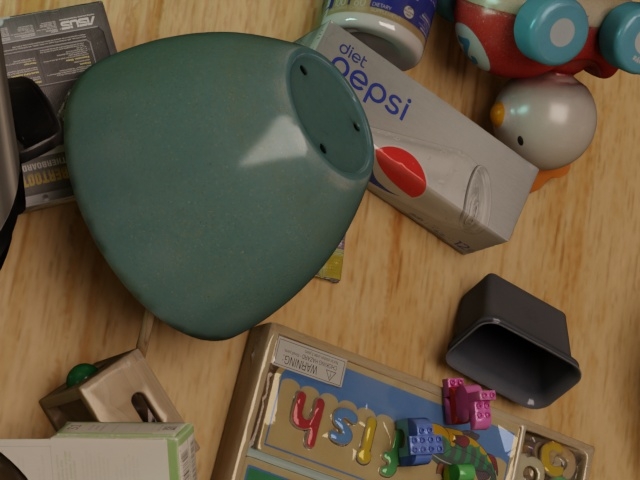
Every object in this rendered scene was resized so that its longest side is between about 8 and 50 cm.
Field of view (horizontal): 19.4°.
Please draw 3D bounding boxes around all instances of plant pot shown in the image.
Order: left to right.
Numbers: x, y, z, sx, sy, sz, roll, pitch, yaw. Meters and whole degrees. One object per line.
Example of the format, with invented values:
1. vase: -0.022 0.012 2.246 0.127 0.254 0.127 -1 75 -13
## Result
1. plant pot: -0.066 -0.078 1.734 0.290 0.195 0.290 40 37 -38

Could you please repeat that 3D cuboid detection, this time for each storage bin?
1. storage bin: 0.200 0.104 1.979 0.135 0.098 0.091 29 40 -20

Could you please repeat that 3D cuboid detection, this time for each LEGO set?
1. LEGO set: 0.132 0.245 1.843 0.087 0.093 0.227 1 80 -28

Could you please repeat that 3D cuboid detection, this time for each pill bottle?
1. pill bottle: 0.074 -0.282 1.969 0.112 0.112 0.187 24 69 -22

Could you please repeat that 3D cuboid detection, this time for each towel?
1. towel: 0.000 0.000 1.930 0.060 0.009 0.083 16 73 -24

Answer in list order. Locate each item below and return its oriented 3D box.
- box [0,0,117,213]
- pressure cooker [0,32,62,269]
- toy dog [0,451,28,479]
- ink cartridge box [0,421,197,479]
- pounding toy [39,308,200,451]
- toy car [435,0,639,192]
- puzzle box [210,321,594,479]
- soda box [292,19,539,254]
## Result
1. box: -0.291 -0.117 1.770 0.231 0.056 0.183 -15 88 -30
2. pressure cooker: -0.430 -0.090 1.485 0.369 0.420 0.375 11 46 12
3. toy dog: -0.362 0.276 1.438 0.395 0.408 0.285 36 67 -13
4. ink cartridge box: -0.226 0.248 1.665 0.235 0.056 0.171 0 102 13
5. pounding toy: -0.180 0.149 1.732 0.100 0.130 0.141 -34 96 -30
6. toy car: 0.227 -0.161 2.010 0.210 0.219 0.238 3 107 -28
7. puzzle box: 0.079 0.276 1.893 0.408 0.052 0.272 22 71 -23
8. soda box: 0.082 -0.102 1.949 0.286 0.091 0.098 34 66 -18
